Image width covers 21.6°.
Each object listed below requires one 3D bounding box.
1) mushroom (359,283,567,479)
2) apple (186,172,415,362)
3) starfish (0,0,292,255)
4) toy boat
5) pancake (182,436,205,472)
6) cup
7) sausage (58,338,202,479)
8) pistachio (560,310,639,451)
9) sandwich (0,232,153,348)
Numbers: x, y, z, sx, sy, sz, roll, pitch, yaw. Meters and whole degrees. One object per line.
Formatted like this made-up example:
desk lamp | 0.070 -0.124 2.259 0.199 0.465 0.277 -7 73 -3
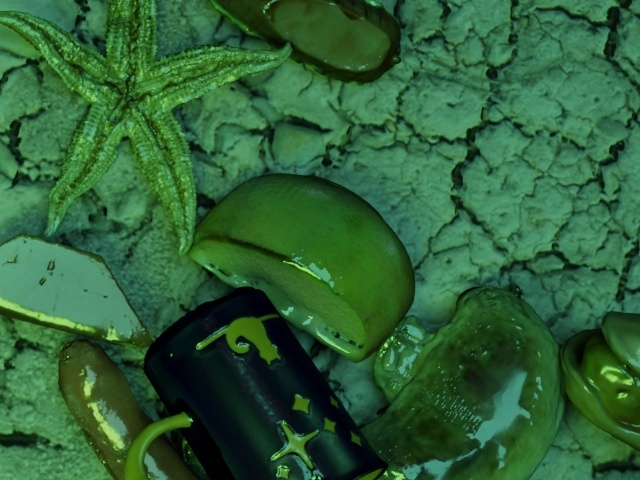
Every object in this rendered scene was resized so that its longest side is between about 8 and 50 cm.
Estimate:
mushroom | 0.159 0.204 1.961 0.344 0.130 0.247 -40 96 -19
apple | 0.000 0.000 1.948 0.265 0.120 0.193 33 58 1
starfish | -0.235 -0.165 1.935 0.347 0.078 0.358 40 80 -7
toy boat | -0.034 -0.273 2.005 0.293 0.099 0.108 23 101 -12
pancake | -0.093 0.231 1.937 0.129 0.022 0.116 32 71 -9
cup | -0.087 0.198 1.811 0.178 0.255 0.256 -41 77 24
sausage | -0.190 0.250 1.875 0.087 0.079 0.326 -40 93 19
pistachio | 0.412 0.169 2.004 0.288 0.166 0.197 34 27 -36
sandwich | -0.307 0.054 1.867 0.258 0.094 0.096 17 78 -12
